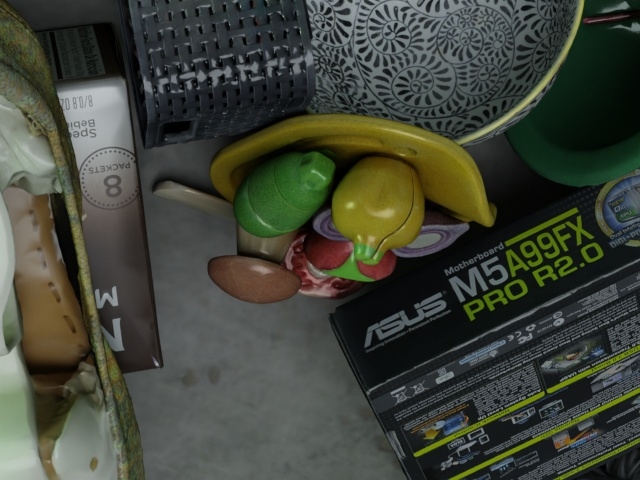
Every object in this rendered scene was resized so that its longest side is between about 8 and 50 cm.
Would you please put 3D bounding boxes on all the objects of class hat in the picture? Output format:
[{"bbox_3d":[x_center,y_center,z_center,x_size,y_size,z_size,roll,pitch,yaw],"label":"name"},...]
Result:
[{"bbox_3d":[0.231,-0.102,0.974,0.183,0.173,0.208,18,134,-38],"label":"hat"}]

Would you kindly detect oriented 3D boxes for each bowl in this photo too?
[{"bbox_3d":[0.069,-0.113,0.940,0.170,0.170,0.080,-40,152,6],"label":"bowl"}]

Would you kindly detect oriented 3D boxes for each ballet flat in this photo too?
[{"bbox_3d":[-0.154,0.053,0.829,0.123,0.123,0.348,-10,114,-8],"label":"ballet flat"}]

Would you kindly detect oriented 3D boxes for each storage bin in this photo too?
[{"bbox_3d":[-0.062,-0.145,0.864,0.084,0.122,0.180,-11,85,-8],"label":"storage bin"}]

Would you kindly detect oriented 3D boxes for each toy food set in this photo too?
[{"bbox_3d":[0.000,0.000,0.922,0.128,0.218,0.071,22,69,-25],"label":"toy food set"}]

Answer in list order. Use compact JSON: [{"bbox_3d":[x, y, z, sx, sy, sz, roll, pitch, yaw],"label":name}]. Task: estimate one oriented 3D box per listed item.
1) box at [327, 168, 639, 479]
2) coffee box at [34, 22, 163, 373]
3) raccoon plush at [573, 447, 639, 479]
[{"bbox_3d":[0.157,0.056,1.004,0.270,0.060,0.216,-26,146,0],"label":"box"},{"bbox_3d":[-0.241,-0.006,0.915,0.297,0.119,0.168,-8,113,-9],"label":"coffee box"},{"bbox_3d":[0.131,0.353,1.107,0.446,0.216,0.299,-23,123,-2],"label":"raccoon plush"}]
